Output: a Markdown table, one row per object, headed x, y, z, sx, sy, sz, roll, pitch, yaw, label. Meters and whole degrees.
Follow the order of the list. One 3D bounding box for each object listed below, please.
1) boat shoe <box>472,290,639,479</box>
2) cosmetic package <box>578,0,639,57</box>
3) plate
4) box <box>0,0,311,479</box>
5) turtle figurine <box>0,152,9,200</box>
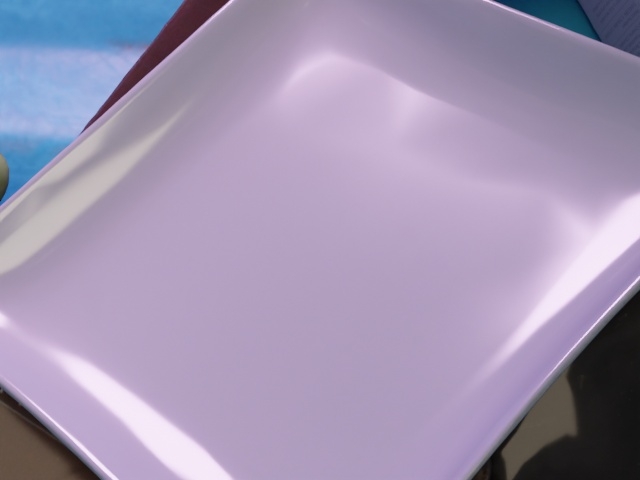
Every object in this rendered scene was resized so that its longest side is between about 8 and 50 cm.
| x | y | z | sx | sy | sz | roll | pitch | yaw | label |
| --- | --- | --- | --- | --- | --- | --- | --- | --- | --- |
| 0.061 | 0.147 | 0.532 | 0.132 | 0.130 | 0.355 | 41 | 108 | 7 | boat shoe |
| 0.258 | -0.108 | 0.755 | 0.117 | 0.085 | 0.231 | -26 | 83 | -9 | cosmetic package |
| 0.000 | 0.000 | 0.532 | 0.278 | 0.045 | 0.277 | 32 | 70 | 37 | plate |
| -0.072 | 0.048 | 0.655 | 0.191 | 0.143 | 0.381 | 34 | 70 | 3 | box |
| -0.313 | -0.092 | 0.662 | 0.266 | 0.275 | 0.198 | -7 | 45 | -1 | turtle figurine |
